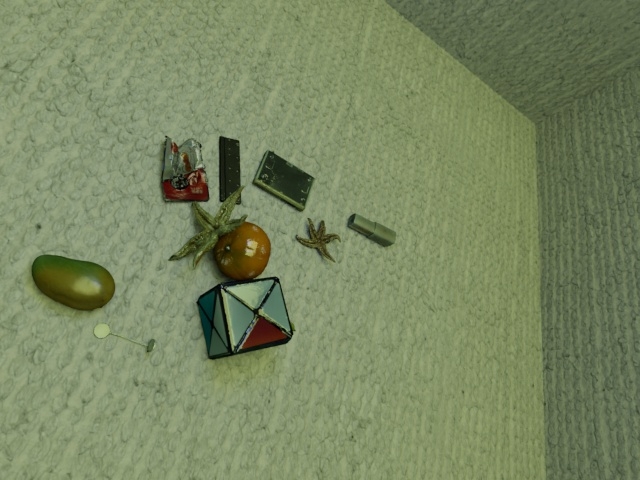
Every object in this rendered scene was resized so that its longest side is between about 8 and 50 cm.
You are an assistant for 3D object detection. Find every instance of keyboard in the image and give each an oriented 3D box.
[{"bbox_3d":[-0.391,-0.304,1.851,0.101,0.018,0.309,7,69,-33],"label":"keyboard"}]

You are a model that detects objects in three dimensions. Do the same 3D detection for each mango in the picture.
[{"bbox_3d":[-0.784,0.130,1.368,0.251,0.114,0.156,26,67,-24],"label":"mango"}]

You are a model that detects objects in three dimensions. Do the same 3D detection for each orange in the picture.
[{"bbox_3d":[-0.305,0.038,1.646,0.171,0.240,0.240,17,61,-56],"label":"orange"}]

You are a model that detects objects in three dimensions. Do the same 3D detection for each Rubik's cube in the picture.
[{"bbox_3d":[-0.277,0.282,1.564,0.250,0.246,0.248,-5,75,-35],"label":"Rubik's cube"}]

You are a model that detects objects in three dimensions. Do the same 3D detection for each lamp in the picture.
[{"bbox_3d":[-0.647,0.321,1.429,0.198,0.056,0.050,25,63,-20],"label":"lamp"}]

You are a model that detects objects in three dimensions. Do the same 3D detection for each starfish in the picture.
[{"bbox_3d":[-0.003,0.002,1.972,0.213,0.057,0.238,-15,77,-29],"label":"starfish"},{"bbox_3d":[-0.392,-0.037,1.579,0.078,0.358,0.347,47,53,-43],"label":"starfish"}]

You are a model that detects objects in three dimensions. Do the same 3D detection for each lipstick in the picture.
[{"bbox_3d":[0.255,-0.052,2.147,0.253,0.079,0.077,24,62,-23],"label":"lipstick"}]

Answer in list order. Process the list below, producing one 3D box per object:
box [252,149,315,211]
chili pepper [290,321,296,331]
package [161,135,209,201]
[{"bbox_3d":[-0.161,-0.277,1.977,0.270,0.045,0.211,30,60,-21],"label":"box"},{"bbox_3d":[-0.165,0.291,1.763,0.049,0.043,0.208,-29,90,-13],"label":"chili pepper"},{"bbox_3d":[-0.545,-0.284,1.719,0.194,0.071,0.269,-6,89,-33],"label":"package"}]
